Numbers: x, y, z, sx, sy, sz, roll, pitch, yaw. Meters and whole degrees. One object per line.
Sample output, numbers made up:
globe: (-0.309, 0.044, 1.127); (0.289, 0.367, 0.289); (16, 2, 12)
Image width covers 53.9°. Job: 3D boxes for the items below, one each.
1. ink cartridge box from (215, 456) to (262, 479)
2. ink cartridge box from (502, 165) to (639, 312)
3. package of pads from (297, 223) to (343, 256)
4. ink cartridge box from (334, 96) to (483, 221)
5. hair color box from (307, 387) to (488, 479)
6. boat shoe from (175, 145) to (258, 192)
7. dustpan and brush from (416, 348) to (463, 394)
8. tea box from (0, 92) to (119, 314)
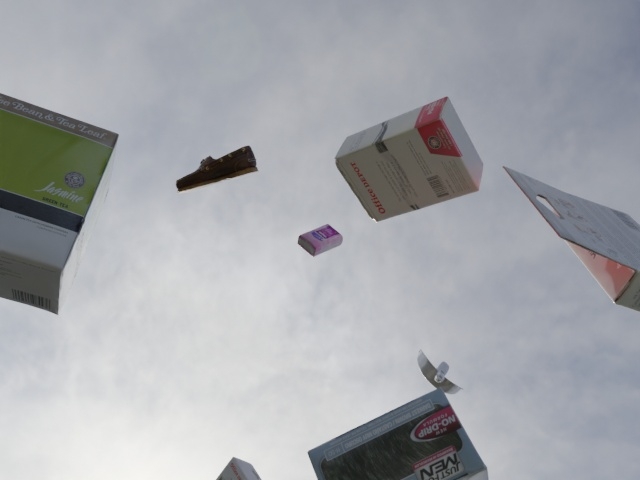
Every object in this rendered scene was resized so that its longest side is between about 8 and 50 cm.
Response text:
ink cartridge box: (-0.167, 0.485, 1.184); (0.052, 0.122, 0.088); (41, -4, -38)
ink cartridge box: (0.424, 0.000, 0.991); (0.261, 0.296, 0.066); (19, -66, -8)
package of pads: (0.000, 0.000, 1.257); (0.050, 0.083, 0.032); (41, -48, 28)
ink cartridge box: (0.159, -0.140, 1.136); (0.217, 0.092, 0.159); (-18, -60, 33)
hair color box: (0.130, 0.355, 0.878); (0.185, 0.114, 0.374); (-26, -36, -1)
boat shoe: (-0.253, -0.170, 1.514); (0.207, 0.073, 0.073); (-17, -86, 3)
dustpan and brush: (0.295, 0.332, 1.562); (0.147, 0.211, 0.060); (43, -73, 12)
tea box: (-0.598, -0.081, 1.190); (0.329, 0.324, 0.220); (19, -34, -13)
